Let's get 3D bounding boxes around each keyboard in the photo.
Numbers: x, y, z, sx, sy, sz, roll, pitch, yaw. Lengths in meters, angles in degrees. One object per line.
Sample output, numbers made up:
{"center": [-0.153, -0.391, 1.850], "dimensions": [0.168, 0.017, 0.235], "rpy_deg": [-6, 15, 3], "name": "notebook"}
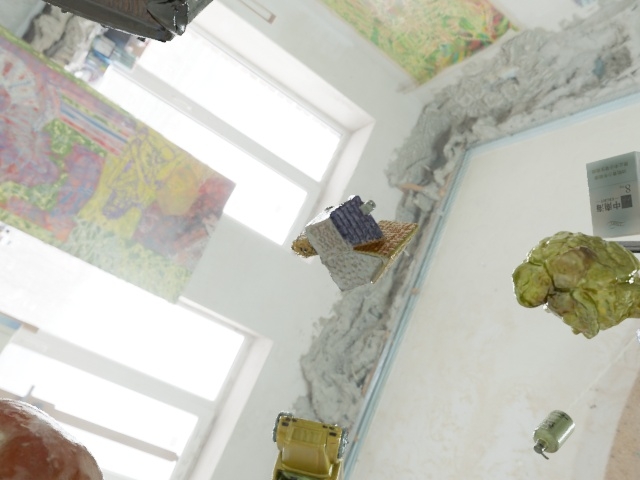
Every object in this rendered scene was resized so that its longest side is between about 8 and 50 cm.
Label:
{"center": [0.664, 0.014, 1.044], "dimensions": [0.063, 0.010, 0.198], "rpy_deg": [-25, -168, -27], "name": "keyboard"}

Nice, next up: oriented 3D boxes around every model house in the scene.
{"center": [0.053, -0.008, 0.578], "dimensions": [0.100, 0.101, 0.087], "rpy_deg": [-28, -171, 48], "name": "model house"}

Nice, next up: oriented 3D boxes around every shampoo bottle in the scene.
{"center": [0.672, 0.569, 1.413], "dimensions": [0.161, 0.079, 0.079], "rpy_deg": [-22, 176, -35], "name": "shampoo bottle"}

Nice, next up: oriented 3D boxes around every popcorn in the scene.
{"center": [0.516, 0.088, 0.968], "dimensions": [0.235, 0.216, 0.181], "rpy_deg": [53, -36, 45], "name": "popcorn"}

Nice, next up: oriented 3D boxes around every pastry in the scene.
{"center": [0.000, 0.000, 1.004], "dimensions": [0.080, 0.056, 0.140], "rpy_deg": [-35, -164, -29], "name": "pastry"}

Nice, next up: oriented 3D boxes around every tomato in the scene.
{"center": [-0.294, 0.267, 0.462], "dimensions": [0.181, 0.155, 0.214], "rpy_deg": [-68, 158, -48], "name": "tomato"}

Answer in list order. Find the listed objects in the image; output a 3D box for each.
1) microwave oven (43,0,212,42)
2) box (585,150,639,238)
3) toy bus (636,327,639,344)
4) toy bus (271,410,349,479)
{"center": [-0.143, -0.303, 0.396], "dimensions": [0.188, 0.177, 0.248], "rpy_deg": [110, -1, -46], "name": "microwave oven"}
{"center": [0.902, -0.131, 1.460], "dimensions": [0.155, 0.067, 0.243], "rpy_deg": [-11, -101, 61], "name": "box"}
{"center": [0.808, 0.243, 1.018], "dimensions": [0.231, 0.295, 0.197], "rpy_deg": [-13, -169, 19], "name": "toy bus"}
{"center": [-0.019, 0.440, 0.841], "dimensions": [0.123, 0.121, 0.336], "rpy_deg": [-66, 159, -49], "name": "toy bus"}
